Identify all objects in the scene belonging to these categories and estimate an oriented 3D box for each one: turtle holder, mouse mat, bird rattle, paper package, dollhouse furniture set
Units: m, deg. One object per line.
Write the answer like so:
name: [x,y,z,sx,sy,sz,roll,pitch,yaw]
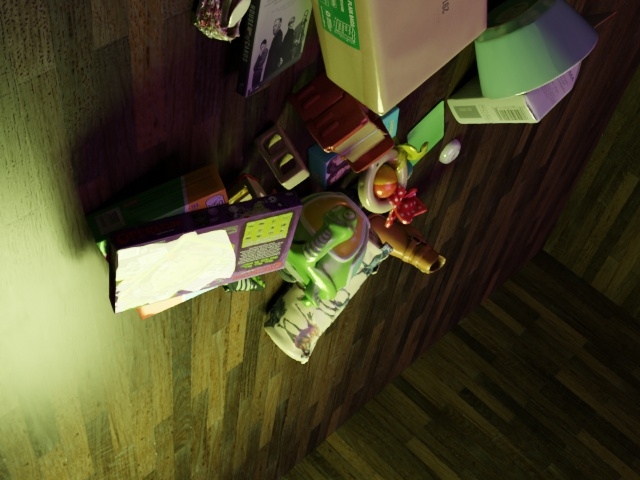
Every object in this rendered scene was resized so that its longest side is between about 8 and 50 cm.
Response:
turtle holder: [-0.011,-0.009,1.860,0.227,0.243,0.320,-42,152,-11]
mouse mat: [0.292,-0.292,2.277,0.152,0.007,0.190,-44,155,-13]
bird rattle: [0.165,-0.148,2.051,0.206,0.143,0.254,-16,125,-41]
paper package: [0.139,-0.439,1.424,0.309,0.168,0.325,-42,148,-20]
dollhouse furniture set: [-0.052,-0.174,1.711,0.374,0.152,0.201,-36,160,11]

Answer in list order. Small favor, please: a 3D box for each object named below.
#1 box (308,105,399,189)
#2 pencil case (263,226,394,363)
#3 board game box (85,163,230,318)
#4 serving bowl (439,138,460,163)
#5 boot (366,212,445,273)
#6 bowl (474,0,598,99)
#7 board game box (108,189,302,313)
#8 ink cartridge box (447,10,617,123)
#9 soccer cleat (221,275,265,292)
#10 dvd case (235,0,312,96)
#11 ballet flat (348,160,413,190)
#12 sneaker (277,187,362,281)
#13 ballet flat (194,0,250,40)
box: [0.077,-0.229,1.913,0.244,0.060,0.101,-39,155,-24]
pencil case: [0.017,0.131,2.208,0.410,0.183,0.160,-52,-161,6]
board game box: [-0.273,0.011,1.550,0.242,0.064,0.317,-24,152,-9]
serving bowl: [0.395,-0.264,2.479,0.083,0.027,0.083,-40,156,-22]
boot: [0.222,0.025,2.360,0.283,0.220,0.109,-6,132,-59]
bowl: [0.505,-0.503,2.035,0.311,0.311,0.163,-42,114,-17]
board game box: [-0.212,0.021,1.505,0.346,0.056,0.208,-15,145,-25]
ink cartridge box: [0.567,-0.452,2.177,0.385,0.308,0.091,-41,113,-18]
soccer cleat: [-0.193,0.094,1.937,0.072,0.060,0.179,-43,152,10]
dvd case: [-0.070,-0.381,1.410,0.179,0.029,0.239,-45,159,-42]
ballet flat: [0.146,-0.144,2.171,0.221,0.077,0.079,-34,171,-22]
sneaker: [0.002,-0.019,2.077,0.286,0.109,0.130,-47,168,9]
ballet flat: [-0.126,-0.410,1.247,0.091,0.077,0.241,-27,148,-44]
